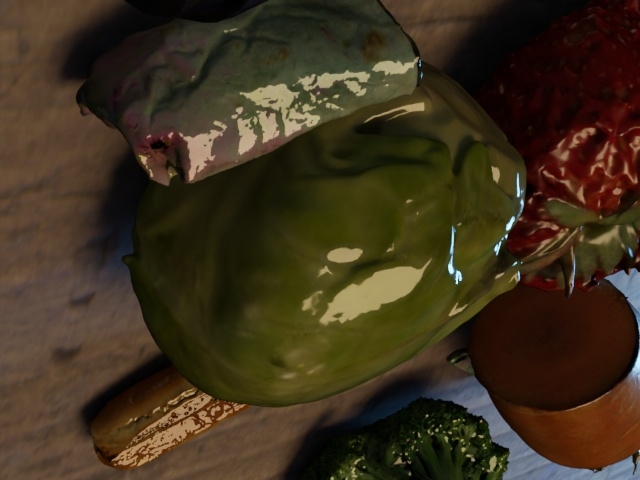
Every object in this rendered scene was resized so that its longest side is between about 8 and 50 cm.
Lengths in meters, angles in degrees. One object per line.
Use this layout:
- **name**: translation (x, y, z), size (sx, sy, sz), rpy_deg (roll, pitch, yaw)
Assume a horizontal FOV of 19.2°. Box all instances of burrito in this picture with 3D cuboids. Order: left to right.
- **burrito**: translation (-0.054, -0.126, 1.363), size (0.229, 0.144, 0.089), rpy_deg (-26, 149, -24)

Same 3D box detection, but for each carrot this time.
- **carrot**: translation (0.294, 0.150, 2.130), size (0.214, 0.193, 0.331), rpy_deg (-59, 150, -14)

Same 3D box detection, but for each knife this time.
- **knife**: translation (0.198, 0.150, 2.203), size (0.030, 0.014, 0.207), rpy_deg (-48, 150, 13)

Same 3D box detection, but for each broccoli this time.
- **broccoli**: translation (0.100, 0.303, 2.091), size (0.261, 0.241, 0.269), rpy_deg (4, 102, -28)

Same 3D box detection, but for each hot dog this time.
- **hot dog**: translation (-0.108, 0.135, 1.753), size (0.235, 0.062, 0.092), rpy_deg (-27, 149, -20)

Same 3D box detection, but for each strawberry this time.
- **strawberry**: translation (0.233, -0.096, 1.717), size (0.261, 0.258, 0.261), rpy_deg (-12, 152, -7)

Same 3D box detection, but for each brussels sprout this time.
- **brussels sprout**: translation (0.000, 0.000, 1.515), size (0.328, 0.247, 0.328), rpy_deg (-37, 170, -8)

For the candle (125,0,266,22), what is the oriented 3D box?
- **candle**: translation (0.001, -0.279, 1.140), size (0.342, 0.221, 0.221), rpy_deg (-29, 150, -26)
